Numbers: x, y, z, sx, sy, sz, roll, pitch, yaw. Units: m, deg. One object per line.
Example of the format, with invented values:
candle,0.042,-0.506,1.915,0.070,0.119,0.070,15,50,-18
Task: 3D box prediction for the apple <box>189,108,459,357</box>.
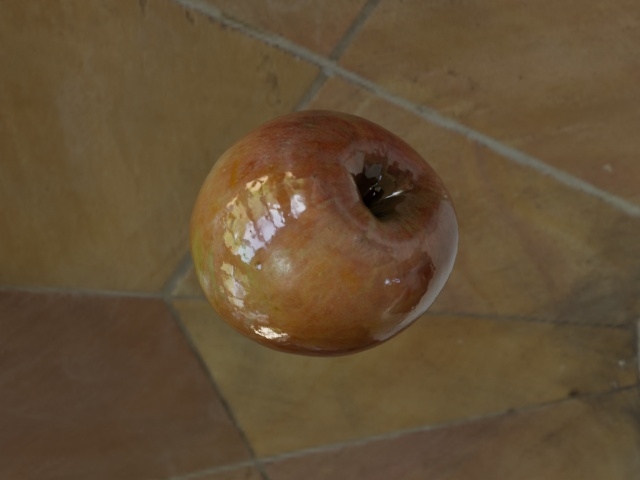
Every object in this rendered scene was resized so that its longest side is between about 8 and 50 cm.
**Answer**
apple,0.000,0.000,1.070,0.254,0.253,0.253,-2,135,-2
